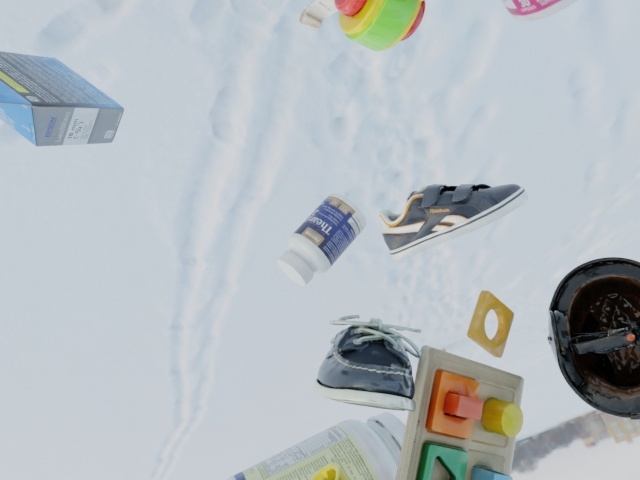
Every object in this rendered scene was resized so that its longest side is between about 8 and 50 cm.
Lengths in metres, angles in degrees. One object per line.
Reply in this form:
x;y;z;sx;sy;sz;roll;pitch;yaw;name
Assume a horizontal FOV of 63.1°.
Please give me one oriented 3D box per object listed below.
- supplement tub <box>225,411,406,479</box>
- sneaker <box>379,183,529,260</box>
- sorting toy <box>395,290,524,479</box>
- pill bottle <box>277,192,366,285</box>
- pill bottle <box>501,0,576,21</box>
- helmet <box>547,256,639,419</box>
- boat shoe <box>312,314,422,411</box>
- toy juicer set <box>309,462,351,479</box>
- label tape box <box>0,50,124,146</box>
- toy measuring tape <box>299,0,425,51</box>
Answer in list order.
0.016;0.451;0.877;0.324;0.235;0.235;-19;155;-20;supplement tub
0.266;-0.068;1.112;0.321;0.128;0.126;-25;-177;28;sneaker
0.166;0.222;0.567;0.196;0.348;0.047;23;163;-33;sorting toy
0.000;0.000;0.687;0.120;0.067;0.067;-48;160;-19;pill bottle
0.255;-0.450;0.681;0.160;0.160;0.283;-35;122;27;pill bottle
0.356;0.110;0.621;0.169;0.169;0.161;-39;176;33;helmet
0.049;0.116;0.517;0.095;0.079;0.254;13;172;7;boat shoe
-0.012;0.328;0.437;0.209;0.089;0.329;-46;-173;-11;toy juicer set
-0.642;-0.312;1.134;0.106;0.240;0.333;-59;169;21;label tape box
0.047;-0.316;0.739;0.121;0.122;0.330;-4;-173;-29;toy measuring tape
